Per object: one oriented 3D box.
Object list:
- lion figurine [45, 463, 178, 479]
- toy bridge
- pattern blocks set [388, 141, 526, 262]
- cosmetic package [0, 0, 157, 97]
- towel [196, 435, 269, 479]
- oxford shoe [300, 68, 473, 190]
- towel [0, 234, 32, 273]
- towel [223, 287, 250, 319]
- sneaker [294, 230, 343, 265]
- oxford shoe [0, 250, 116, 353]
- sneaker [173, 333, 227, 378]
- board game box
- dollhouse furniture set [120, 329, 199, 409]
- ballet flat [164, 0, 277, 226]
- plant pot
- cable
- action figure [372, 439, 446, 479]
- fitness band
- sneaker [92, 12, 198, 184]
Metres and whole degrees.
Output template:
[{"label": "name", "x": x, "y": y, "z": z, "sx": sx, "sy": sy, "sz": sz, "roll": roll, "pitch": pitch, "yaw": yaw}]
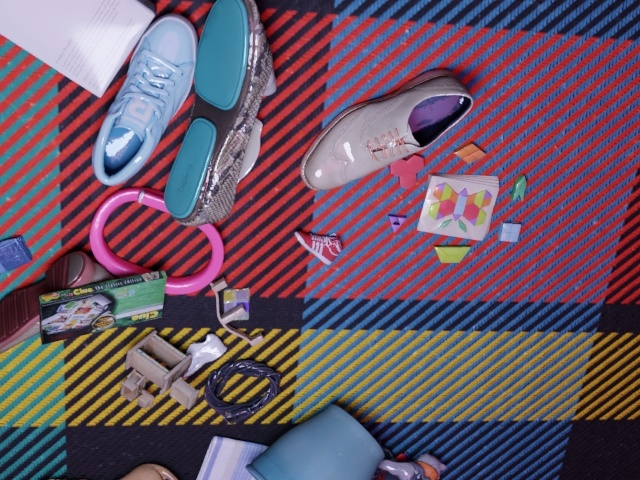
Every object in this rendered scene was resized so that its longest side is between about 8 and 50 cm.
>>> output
[{"label": "lion figurine", "x": -0.484, "y": 0.630, "z": 1.884, "sx": 0.392, "sy": 0.142, "sz": 0.240, "roll": -22, "pitch": 88, "yaw": -16}, {"label": "toy bridge", "x": -0.201, "y": 0.168, "z": 1.782, "sx": 0.063, "sy": 0.026, "sz": 0.188, "roll": -30, "pitch": 114, "yaw": 4}, {"label": "pattern blocks set", "x": 0.313, "y": -0.081, "z": 1.784, "sx": 0.324, "sy": 0.026, "sz": 0.286, "roll": -6, "pitch": 113, "yaw": -8}, {"label": "cosmetic package", "x": -0.502, "y": -0.450, "z": 1.417, "sx": 0.365, "sy": 0.155, "sz": 0.197, "roll": 34, "pitch": 103, "yaw": -20}, {"label": "towel", "x": -0.170, "y": 0.602, "z": 1.974, "sx": 0.284, "sy": 0.034, "sz": 0.209, "roll": 15, "pitch": 106, "yaw": -18}, {"label": "oxford shoe", "x": 0.133, "y": -0.223, "z": 1.627, "sx": 0.396, "sy": 0.146, "sz": 0.140, "roll": -34, "pitch": 114, "yaw": 5}, {"label": "towel", "x": -0.677, "y": 0.038, "z": 1.654, "sx": 0.119, "sy": 0.029, "sz": 0.067, "roll": -22, "pitch": 115, "yaw": -1}, {"label": "towel", "x": -0.192, "y": 0.147, "z": 1.795, "sx": 0.060, "sy": 0.009, "sz": 0.083, "roll": 0, "pitch": 112, "yaw": -11}, {"label": "sneaker", "x": 0.000, "y": 0.000, "z": 1.751, "sx": 0.067, "sy": 0.042, "sz": 0.118, "roll": -44, "pitch": 120, "yaw": 13}, {"label": "oxford shoe", "x": -0.588, "y": 0.163, "z": 1.675, "sx": 0.348, "sy": 0.123, "sz": 0.130, "roll": -31, "pitch": 140, "yaw": 16}, {"label": "sneaker", "x": -0.292, "y": 0.269, "z": 1.811, "sx": 0.152, "sy": 0.054, "sz": 0.061, "roll": -34, "pitch": 98, "yaw": 2}, {"label": "board game box", "x": -0.453, "y": 0.139, "z": 1.637, "sx": 0.259, "sy": 0.030, "sz": 0.136, "roll": -11, "pitch": 138, "yaw": -29}, {"label": "dollhouse furniture set", "x": -0.343, "y": 0.323, "z": 1.767, "sx": 0.181, "sy": 0.101, "sz": 0.161, "roll": 33, "pitch": 131, "yaw": 14}, {"label": "ballet flat", "x": -0.179, "y": -0.253, "z": 1.560, "sx": 0.182, "sy": 0.164, "sz": 0.483, "roll": -8, "pitch": 123, "yaw": -49}, {"label": "plant pot", "x": 0.005, "y": 0.539, "z": 1.855, "sx": 0.255, "sy": 0.271, "sz": 0.272, "roll": -44, "pitch": 115, "yaw": -18}, {"label": "cable", "x": -0.182, "y": 0.348, "z": 1.866, "sx": 0.184, "sy": 0.047, "sz": 0.151, "roll": -28, "pitch": 109, "yaw": 5}, {"label": "action figure", "x": 0.214, "y": 0.690, "z": 1.980, "sx": 0.330, "sy": 0.178, "sz": 0.341, "roll": -52, "pitch": 121, "yaw": -20}, {"label": "fitness band", "x": -0.349, "y": 0.004, "z": 1.686, "sx": 0.290, "sy": 0.054, "sz": 0.209, "roll": 23, "pitch": 107, "yaw": -17}, {"label": "sneaker", "x": -0.337, "y": -0.261, "z": 1.526, "sx": 0.135, "sy": 0.150, "sz": 0.366, "roll": 21, "pitch": 107, "yaw": -18}]
